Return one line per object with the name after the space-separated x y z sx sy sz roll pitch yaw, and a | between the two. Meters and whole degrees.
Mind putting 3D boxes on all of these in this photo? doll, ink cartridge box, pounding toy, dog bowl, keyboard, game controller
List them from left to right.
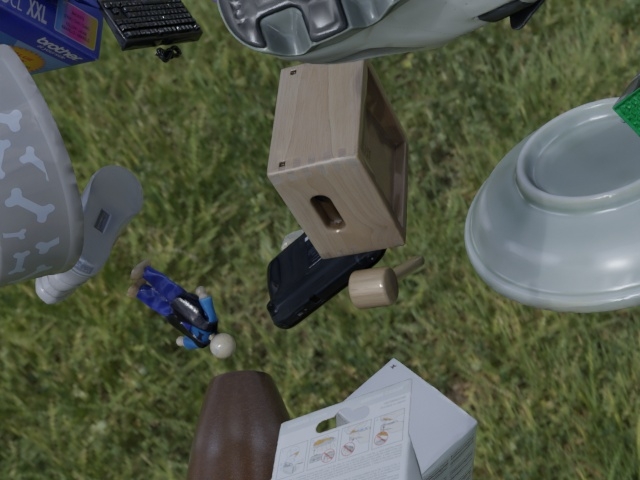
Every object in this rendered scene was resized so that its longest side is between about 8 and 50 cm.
-0.416 -0.097 1.270 0.102 0.348 0.349 -29 37 -33 | dog bowl
-0.486 -0.338 1.502 0.396 0.270 0.151 -8 73 29 | ink cartridge box
-0.228 -0.297 1.517 0.023 0.108 0.180 -31 -3 32 | keyboard
-0.198 0.110 1.586 0.189 0.129 0.046 34 41 18 | doll
0.006 0.034 2.024 0.319 0.067 0.166 -39 36 35 | game controller
0.022 -0.027 0.965 0.094 0.181 0.206 -10 51 20 | pounding toy
0.027 0.276 1.162 0.189 0.066 0.232 -23 30 27 | ink cartridge box

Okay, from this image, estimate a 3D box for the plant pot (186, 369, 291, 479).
-0.124 0.339 1.781 0.215 0.215 0.230 -15 63 17 | plant pot

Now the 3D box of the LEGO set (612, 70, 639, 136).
0.381 -0.127 0.741 0.255 0.331 0.192 40 52 3 | LEGO set

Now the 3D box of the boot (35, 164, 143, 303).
-0.359 -0.011 1.651 0.123 0.095 0.258 -39 18 30 | boot

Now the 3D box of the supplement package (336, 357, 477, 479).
0.144 0.354 1.853 0.149 0.203 0.194 -37 55 -27 | supplement package

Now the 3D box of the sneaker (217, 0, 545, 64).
0.103 -0.204 0.749 0.331 0.146 0.122 -14 82 16 | sneaker

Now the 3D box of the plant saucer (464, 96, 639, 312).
0.361 -0.081 1.363 0.401 0.100 0.400 -19 33 13 | plant saucer

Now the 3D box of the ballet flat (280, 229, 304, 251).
0.000 0.000 2.272 0.168 0.057 0.052 -7 0 -22 | ballet flat

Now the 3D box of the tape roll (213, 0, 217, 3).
-0.065 -0.403 1.260 0.090 0.274 0.274 31 67 13 | tape roll
